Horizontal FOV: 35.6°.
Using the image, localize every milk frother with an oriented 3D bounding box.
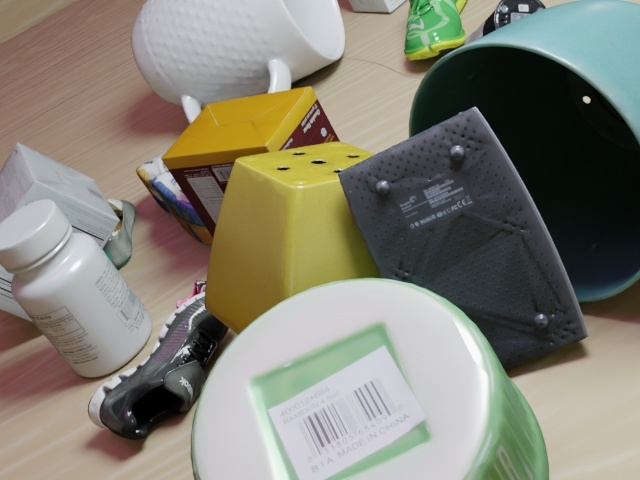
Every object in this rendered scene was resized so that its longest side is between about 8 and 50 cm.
[{"bbox_3d":[0.277,-0.255,1.421,0.135,0.129,0.143,136,151,-75],"label":"milk frother"}]

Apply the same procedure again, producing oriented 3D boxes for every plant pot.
[{"bbox_3d":[0.000,0.000,1.117,0.212,0.187,0.212,-12,22,-28],"label":"plant pot"},{"bbox_3d":[0.280,-0.120,1.052,0.293,0.293,0.235,10,38,47],"label":"plant pot"}]

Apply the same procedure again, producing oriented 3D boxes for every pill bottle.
[{"bbox_3d":[-0.338,0.063,1.340,0.131,0.229,0.131,-21,32,14],"label":"pill bottle"}]

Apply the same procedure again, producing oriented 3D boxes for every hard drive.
[{"bbox_3d":[0.145,0.008,1.002,0.172,0.254,0.054,-25,9,21],"label":"hard drive"}]

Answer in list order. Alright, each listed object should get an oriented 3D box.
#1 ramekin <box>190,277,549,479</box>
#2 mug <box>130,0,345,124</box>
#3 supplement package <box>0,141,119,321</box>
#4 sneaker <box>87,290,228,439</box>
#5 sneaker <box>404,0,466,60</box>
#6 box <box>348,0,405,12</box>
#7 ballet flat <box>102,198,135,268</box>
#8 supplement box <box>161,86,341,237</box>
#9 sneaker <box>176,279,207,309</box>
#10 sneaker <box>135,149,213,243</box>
[{"bbox_3d":[0.036,0.179,0.868,0.304,0.148,0.303,-11,50,14],"label":"ramekin"},{"bbox_3d":[-0.157,-0.343,1.775,0.328,0.276,0.374,-21,62,24],"label":"mug"},{"bbox_3d":[-0.442,-0.009,1.542,0.203,0.149,0.194,-57,32,7],"label":"supplement package"},{"bbox_3d":[-0.173,0.158,1.222,0.234,0.078,0.106,-45,37,-16],"label":"sneaker"},{"bbox_3d":[0.182,-0.399,1.669,0.109,0.123,0.295,-16,35,22],"label":"sneaker"},{"bbox_3d":[0.120,-0.556,1.889,0.181,0.182,0.119,-42,31,-19],"label":"box"},{"bbox_3d":[-0.344,-0.031,1.636,0.072,0.068,0.213,-28,31,4],"label":"ballet flat"},{"bbox_3d":[-0.071,-0.084,1.362,0.191,0.194,0.129,-3,41,38],"label":"supplement box"},{"bbox_3d":[-0.143,0.070,1.337,0.119,0.057,0.047,-40,31,-18],"label":"sneaker"},{"bbox_3d":[-0.193,-0.095,1.560,0.131,0.112,0.296,-36,32,-10],"label":"sneaker"}]
